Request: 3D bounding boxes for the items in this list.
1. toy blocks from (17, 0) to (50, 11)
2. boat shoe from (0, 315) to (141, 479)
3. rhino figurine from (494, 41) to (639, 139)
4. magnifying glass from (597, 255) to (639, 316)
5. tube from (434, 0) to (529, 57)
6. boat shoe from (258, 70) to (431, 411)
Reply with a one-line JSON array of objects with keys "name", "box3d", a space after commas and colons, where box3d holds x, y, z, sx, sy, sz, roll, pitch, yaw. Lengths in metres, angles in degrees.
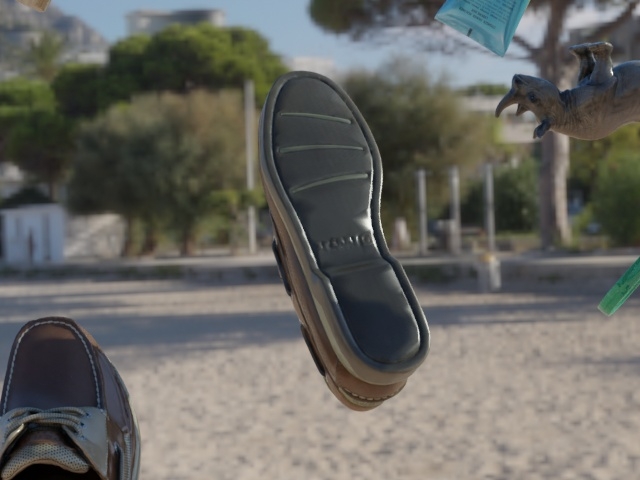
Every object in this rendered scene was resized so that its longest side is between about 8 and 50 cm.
[{"name": "toy blocks", "box3d": [-0.241, -0.289, 0.752, 0.381, 0.190, 0.261, 25, -28, -12]}, {"name": "boat shoe", "box3d": [-0.205, 0.184, 1.086, 0.123, 0.324, 0.116, -11, -39, -6]}, {"name": "rhino figurine", "box3d": [0.313, -0.168, 1.516, 0.243, 0.106, 0.073, -14, 8, 1]}, {"name": "magnifying glass", "box3d": [0.420, 0.011, 1.692, 0.026, 0.231, 0.092, 41, 38, 15]}, {"name": "tube", "box3d": [0.200, -0.291, 1.353, 0.080, 0.207, 0.052, 32, 4, 16]}, {"name": "boat shoe", "box3d": [0.000, 0.000, 1.180, 0.111, 0.307, 0.104, -2, -29, -21]}]
